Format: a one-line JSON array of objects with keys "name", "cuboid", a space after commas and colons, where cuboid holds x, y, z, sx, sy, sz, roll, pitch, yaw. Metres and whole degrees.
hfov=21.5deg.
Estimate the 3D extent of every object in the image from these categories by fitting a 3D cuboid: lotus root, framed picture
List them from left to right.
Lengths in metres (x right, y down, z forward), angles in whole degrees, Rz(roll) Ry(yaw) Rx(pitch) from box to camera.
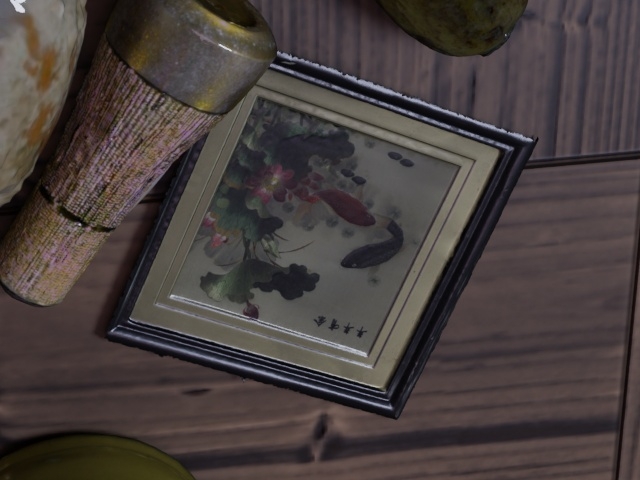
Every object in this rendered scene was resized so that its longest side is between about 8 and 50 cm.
[{"name": "framed picture", "cuboid": [0.000, 0.000, 0.962, 0.195, 0.010, 0.199, 18, 111, -21]}, {"name": "lotus root", "cuboid": [0.051, -0.164, 0.853, 0.089, 0.080, 0.179, -37, 120, 6]}]

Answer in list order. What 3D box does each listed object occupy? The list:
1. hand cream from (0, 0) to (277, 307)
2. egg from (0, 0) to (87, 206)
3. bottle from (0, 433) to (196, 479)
[{"name": "hand cream", "cuboid": [-0.107, -0.046, 0.878, 0.084, 0.084, 0.203, 27, 112, -24]}, {"name": "egg", "cuboid": [-0.203, -0.095, 0.764, 0.195, 0.195, 0.233, 12, 125, -19]}, {"name": "bottle", "cuboid": [-0.112, 0.259, 0.867, 0.172, 0.351, 0.171, -5, 116, -10]}]
